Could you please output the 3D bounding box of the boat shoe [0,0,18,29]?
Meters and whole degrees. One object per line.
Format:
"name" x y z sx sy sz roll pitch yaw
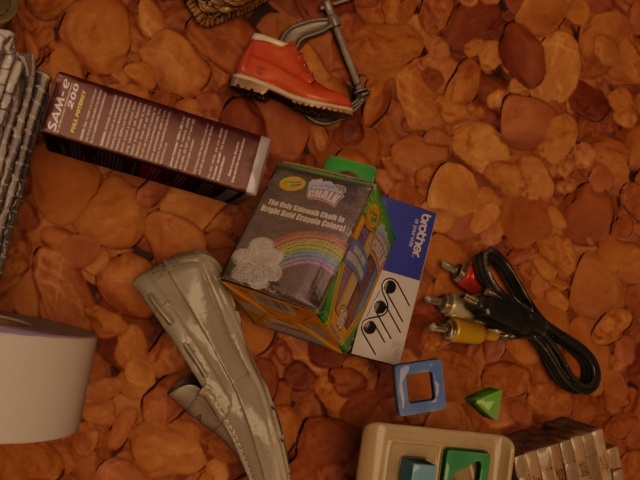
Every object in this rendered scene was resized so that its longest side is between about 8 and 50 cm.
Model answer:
"boat shoe" -0.473 -0.312 0.837 0.302 0.103 0.113 45 39 -11

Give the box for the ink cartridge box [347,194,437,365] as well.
"ink cartridge box" 0.076 0.050 1.017 0.097 0.046 0.207 17 83 -16

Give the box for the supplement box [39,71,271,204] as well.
"supplement box" -0.190 -0.111 0.906 0.240 0.130 0.073 16 83 -15

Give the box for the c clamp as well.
"c clamp" 0.018 -0.235 1.024 0.137 0.022 0.160 -17 93 -15

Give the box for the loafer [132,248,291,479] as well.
"loafer" -0.124 0.170 0.930 0.112 0.112 0.319 -22 86 -10

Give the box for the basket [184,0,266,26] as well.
"basket" -0.097 -0.458 0.965 0.213 0.223 0.299 -39 99 -47

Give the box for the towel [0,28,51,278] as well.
"towel" -0.424 -0.087 0.810 0.235 0.121 0.283 11 82 14

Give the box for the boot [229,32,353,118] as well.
"boot" -0.026 -0.205 0.982 0.158 0.059 0.084 19 85 -4

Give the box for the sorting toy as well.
"sorting toy" 0.136 0.316 0.926 0.196 0.047 0.347 10 85 -16

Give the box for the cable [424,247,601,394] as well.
"cable" 0.271 0.112 1.080 0.287 0.072 0.139 29 63 -25

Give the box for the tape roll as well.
"tape roll" -0.370 0.117 0.766 0.286 0.286 0.100 12 85 -15

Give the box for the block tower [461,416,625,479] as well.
"block tower" 0.223 0.320 1.025 0.336 0.097 0.090 -12 91 -18

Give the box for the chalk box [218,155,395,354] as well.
"chalk box" 0.000 0.000 0.922 0.132 0.132 0.213 16 66 24
